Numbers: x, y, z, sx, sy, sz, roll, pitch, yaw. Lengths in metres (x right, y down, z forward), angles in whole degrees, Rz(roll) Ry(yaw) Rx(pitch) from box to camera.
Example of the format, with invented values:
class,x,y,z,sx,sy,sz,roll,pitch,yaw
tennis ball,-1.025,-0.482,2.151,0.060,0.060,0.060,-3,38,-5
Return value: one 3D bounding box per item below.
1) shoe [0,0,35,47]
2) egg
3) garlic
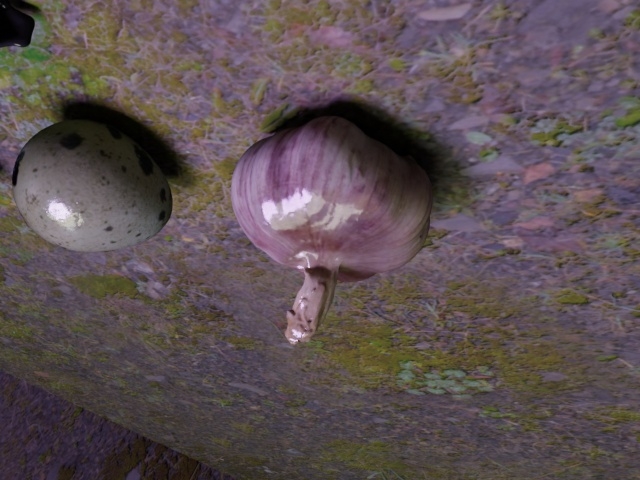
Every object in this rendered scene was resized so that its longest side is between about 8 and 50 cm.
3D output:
class,x,y,z,sx,sy,sz,roll,pitch,yaw
shoe,-0.396,-0.282,1.133,0.112,0.099,0.227,8,158,10
egg,-0.303,-0.068,1.402,0.228,0.177,0.177,20,160,-34
garlic,0.000,0.000,1.230,0.245,0.253,0.245,15,164,4
